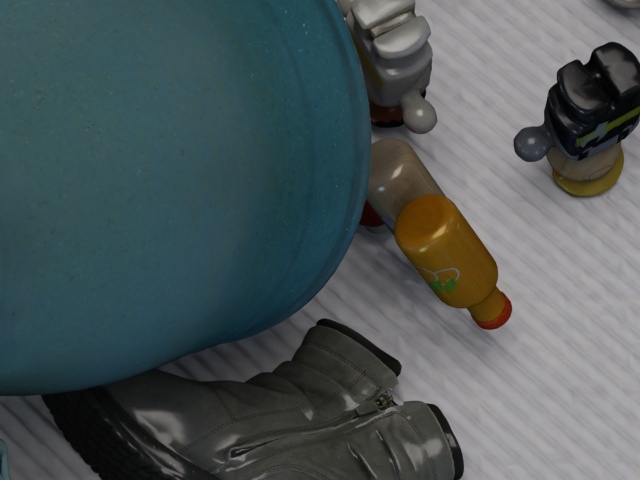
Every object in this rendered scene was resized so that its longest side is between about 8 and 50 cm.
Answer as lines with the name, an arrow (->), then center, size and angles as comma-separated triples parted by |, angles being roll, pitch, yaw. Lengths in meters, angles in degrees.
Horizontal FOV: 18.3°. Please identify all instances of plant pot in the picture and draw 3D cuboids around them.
plant pot -> -0.153, -0.037, 0.996 | 0.272, 0.271, 0.255 | 38, 32, 16

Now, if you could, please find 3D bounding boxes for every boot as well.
boot -> -0.047, 0.098, 1.174 | 0.246, 0.083, 0.161 | 41, 61, 17

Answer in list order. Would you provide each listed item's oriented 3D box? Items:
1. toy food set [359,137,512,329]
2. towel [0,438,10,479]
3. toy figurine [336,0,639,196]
toy food set -> 0.000, 0.000, 1.196 | 0.232, 0.104, 0.111 | -7, 53, 28
towel -> -0.316, 0.250, 0.989 | 0.320, 0.090, 0.374 | 6, 108, 4
toy figurine -> 0.120, -0.149, 1.235 | 0.213, 0.148, 0.209 | 13, 73, 5
